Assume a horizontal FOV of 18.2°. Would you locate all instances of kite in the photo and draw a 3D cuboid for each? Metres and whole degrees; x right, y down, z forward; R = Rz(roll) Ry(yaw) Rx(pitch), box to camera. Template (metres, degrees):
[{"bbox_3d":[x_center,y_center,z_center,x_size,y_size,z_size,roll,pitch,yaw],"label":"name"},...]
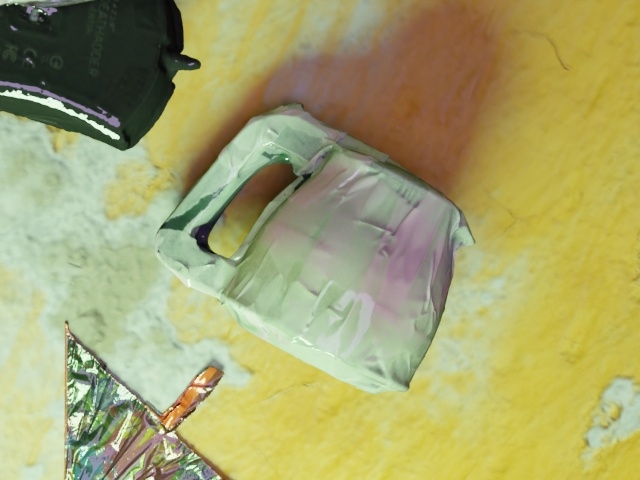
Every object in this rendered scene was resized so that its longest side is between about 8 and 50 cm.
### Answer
[{"bbox_3d":[-0.150,0.170,1.634,0.232,0.009,0.189,43,93,-16],"label":"kite"}]

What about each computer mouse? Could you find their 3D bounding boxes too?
[{"bbox_3d":[-0.221,-0.158,1.506,0.264,0.088,0.147,15,81,-14],"label":"computer mouse"}]

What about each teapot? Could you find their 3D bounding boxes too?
[{"bbox_3d":[0.009,0.005,1.571,0.163,0.221,0.178,32,86,-54],"label":"teapot"}]

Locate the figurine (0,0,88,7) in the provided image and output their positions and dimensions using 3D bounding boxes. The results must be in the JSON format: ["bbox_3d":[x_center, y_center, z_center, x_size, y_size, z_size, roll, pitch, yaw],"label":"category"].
[{"bbox_3d":[-0.127,-0.328,1.397,0.284,0.206,0.316,-3,98,21],"label":"figurine"}]
